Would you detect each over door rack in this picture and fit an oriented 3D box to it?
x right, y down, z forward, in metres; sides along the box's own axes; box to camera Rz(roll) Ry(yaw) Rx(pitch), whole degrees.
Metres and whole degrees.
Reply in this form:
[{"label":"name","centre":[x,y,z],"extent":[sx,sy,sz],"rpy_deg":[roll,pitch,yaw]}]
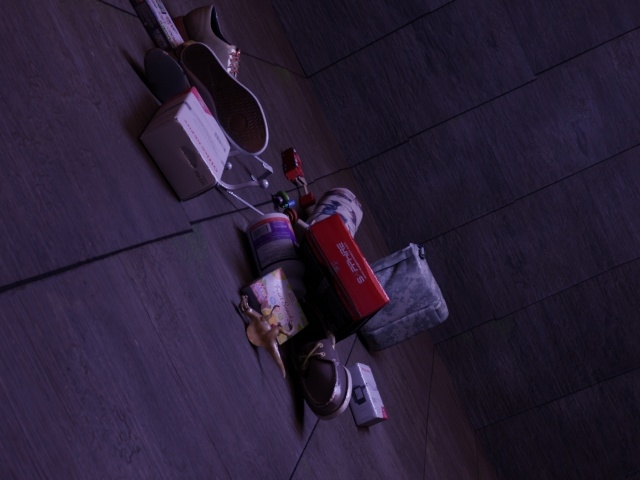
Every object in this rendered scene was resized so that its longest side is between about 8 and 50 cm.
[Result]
[{"label":"over door rack","centre":[-0.172,-0.176,1.802],"extent":[0.324,0.108,0.240],"rpy_deg":[50,20,-50]}]

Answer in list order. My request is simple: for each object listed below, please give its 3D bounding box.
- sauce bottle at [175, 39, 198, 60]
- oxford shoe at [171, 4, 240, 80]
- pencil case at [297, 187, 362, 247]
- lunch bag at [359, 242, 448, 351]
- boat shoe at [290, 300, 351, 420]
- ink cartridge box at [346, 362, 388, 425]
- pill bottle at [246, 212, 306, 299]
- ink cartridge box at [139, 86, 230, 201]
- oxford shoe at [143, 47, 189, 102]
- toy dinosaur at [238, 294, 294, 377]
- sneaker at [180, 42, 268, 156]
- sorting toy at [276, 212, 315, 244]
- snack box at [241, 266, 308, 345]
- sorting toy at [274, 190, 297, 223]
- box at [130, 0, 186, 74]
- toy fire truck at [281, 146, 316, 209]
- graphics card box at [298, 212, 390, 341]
[{"label":"sauce bottle","centre":[-0.312,-0.453,1.739],"extent":[0.042,0.042,0.128],"rpy_deg":[60,13,-21]},{"label":"oxford shoe","centre":[-0.259,-0.442,1.898],"extent":[0.348,0.130,0.123],"rpy_deg":[64,13,-3]},{"label":"pencil case","centre":[0.032,-0.029,2.211],"extent":[0.410,0.159,0.184],"rpy_deg":[-65,167,-71]},{"label":"lunch bag","centre":[0.229,0.166,2.337],"extent":[0.256,0.305,0.213],"rpy_deg":[57,14,-37]},{"label":"boat shoe","centre":[-0.011,0.257,1.622],"extent":[0.097,0.116,0.324],"rpy_deg":[57,11,-31]},{"label":"ink cartridge box","centre":[0.114,0.411,1.950],"extent":[0.109,0.063,0.151],"rpy_deg":[37,30,-64]},{"label":"pill bottle","centre":[-0.097,0.044,1.686],"extent":[0.108,0.108,0.194],"rpy_deg":[41,27,-62]},{"label":"ink cartridge box","centre":[-0.267,-0.198,1.490],"extent":[0.159,0.092,0.218],"rpy_deg":[59,12,-24]},{"label":"oxford shoe","centre":[-0.327,-0.341,1.594],"extent":[0.076,0.076,0.212],"rpy_deg":[57,-3,36]},{"label":"toy dinosaur","centre":[-0.103,0.189,1.481],"extent":[0.092,0.053,0.183],"rpy_deg":[-25,78,-38]},{"label":"sneaker","centre":[-0.210,-0.307,1.665],"extent":[0.290,0.106,0.123],"rpy_deg":[58,-12,8]},{"label":"sorting toy","centre":[0.000,0.000,1.892],"extent":[0.274,0.046,0.132],"rpy_deg":[37,-19,2]},{"label":"snack box","centre":[-0.096,0.141,1.565],"extent":[0.100,0.037,0.141],"rpy_deg":[-32,98,-45]},{"label":"sorting toy","centre":[-0.104,-0.092,2.072],"extent":[0.042,0.061,0.102],"rpy_deg":[-25,82,-43]},{"label":"box","centre":[-0.371,-0.492,1.752],"extent":[0.207,0.036,0.114],"rpy_deg":[61,13,-16]},{"label":"toy fire truck","centre":[-0.071,-0.206,2.406],"extent":[0.135,0.047,0.192],"rpy_deg":[56,14,-36]},{"label":"graphics card box","centre":[0.033,0.104,1.740],"extent":[0.233,0.094,0.371],"rpy_deg":[59,-17,12]}]
